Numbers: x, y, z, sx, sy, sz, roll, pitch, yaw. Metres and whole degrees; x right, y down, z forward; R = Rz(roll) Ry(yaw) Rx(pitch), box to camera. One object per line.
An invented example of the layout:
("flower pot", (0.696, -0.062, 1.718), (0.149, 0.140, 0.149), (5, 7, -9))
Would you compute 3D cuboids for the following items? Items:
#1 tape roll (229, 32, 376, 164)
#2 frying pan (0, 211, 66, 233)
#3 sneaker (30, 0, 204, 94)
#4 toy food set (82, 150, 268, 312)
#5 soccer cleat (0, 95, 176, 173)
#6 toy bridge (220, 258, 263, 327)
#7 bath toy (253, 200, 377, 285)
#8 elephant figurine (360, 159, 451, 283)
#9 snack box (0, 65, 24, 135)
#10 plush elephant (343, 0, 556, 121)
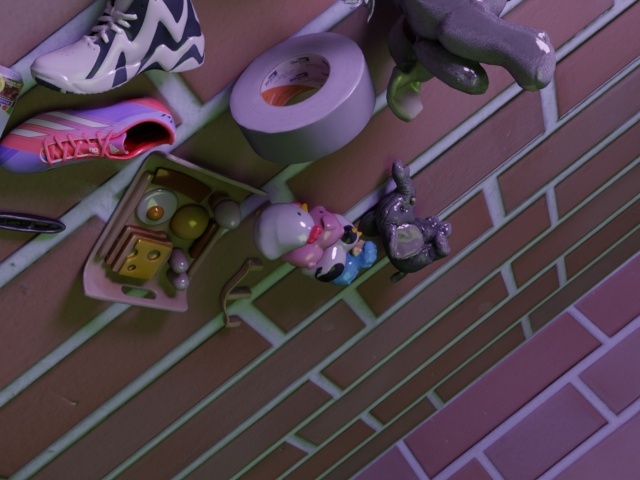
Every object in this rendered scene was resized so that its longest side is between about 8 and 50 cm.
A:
("tape roll", (-0.028, -0.224, 0.877), (0.219, 0.219, 0.072), (-35, 140, -4))
("frying pan", (-0.562, -0.018, 0.807), (0.197, 0.053, 0.326), (-43, 137, 6))
("sneaker", (-0.266, -0.289, 0.734), (0.235, 0.094, 0.153), (-18, 135, -24))
("toy food set", (-0.258, -0.001, 1.013), (0.220, 0.092, 0.306), (18, 115, -46))
("soccer cleat", (-0.334, -0.145, 0.817), (0.248, 0.095, 0.083), (-21, 137, -21))
("toy bridge", (-0.182, 0.116, 1.233), (0.063, 0.026, 0.188), (0, 127, -36))
("bath toy", (0.000, 0.000, 1.147), (0.348, 0.129, 0.151), (26, 67, -61))
("elephant figurine", (0.176, -0.036, 1.290), (0.170, 0.185, 0.239), (-13, 147, 42))
("snack box", (-0.467, -0.171, 0.736), (0.100, 0.037, 0.141), (18, 116, -44))
("plush elephant", (0.200, -0.329, 0.869), (0.255, 0.330, 0.271), (36, 60, -77))
